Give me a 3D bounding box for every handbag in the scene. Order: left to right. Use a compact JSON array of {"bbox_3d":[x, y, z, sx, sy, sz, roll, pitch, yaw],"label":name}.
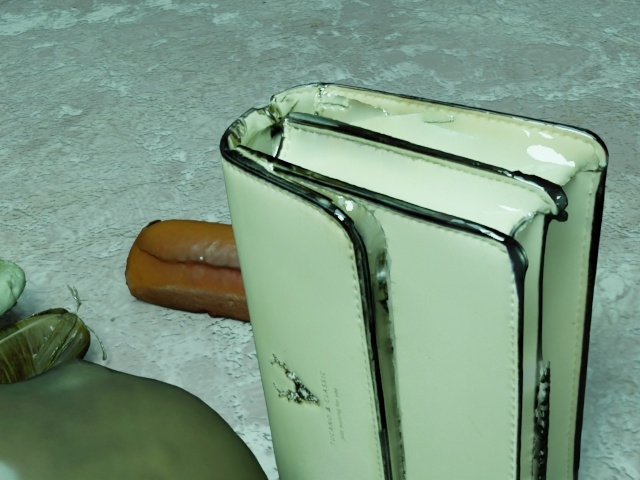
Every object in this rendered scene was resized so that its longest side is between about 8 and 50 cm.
[{"bbox_3d":[0.058,0.082,0.743,0.237,0.358,0.160,19,43,31],"label":"handbag"}]

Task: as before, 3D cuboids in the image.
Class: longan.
[{"bbox_3d":[-0.193,0.222,0.658,0.350,0.288,0.288,-12,35,-25],"label":"longan"}]

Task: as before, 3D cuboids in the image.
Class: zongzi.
[{"bbox_3d":[-0.267,0.141,0.934,0.187,0.084,0.184,-26,39,-25],"label":"zongzi"}]

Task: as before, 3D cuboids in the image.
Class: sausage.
[{"bbox_3d":[-0.057,0.035,1.057,0.330,0.102,0.102,10,37,21],"label":"sausage"}]

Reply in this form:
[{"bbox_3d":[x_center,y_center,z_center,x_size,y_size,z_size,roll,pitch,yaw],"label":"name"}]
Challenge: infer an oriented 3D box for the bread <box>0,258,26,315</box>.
[{"bbox_3d":[-0.414,0.077,1.004,0.267,0.040,0.267,-17,15,5],"label":"bread"}]
